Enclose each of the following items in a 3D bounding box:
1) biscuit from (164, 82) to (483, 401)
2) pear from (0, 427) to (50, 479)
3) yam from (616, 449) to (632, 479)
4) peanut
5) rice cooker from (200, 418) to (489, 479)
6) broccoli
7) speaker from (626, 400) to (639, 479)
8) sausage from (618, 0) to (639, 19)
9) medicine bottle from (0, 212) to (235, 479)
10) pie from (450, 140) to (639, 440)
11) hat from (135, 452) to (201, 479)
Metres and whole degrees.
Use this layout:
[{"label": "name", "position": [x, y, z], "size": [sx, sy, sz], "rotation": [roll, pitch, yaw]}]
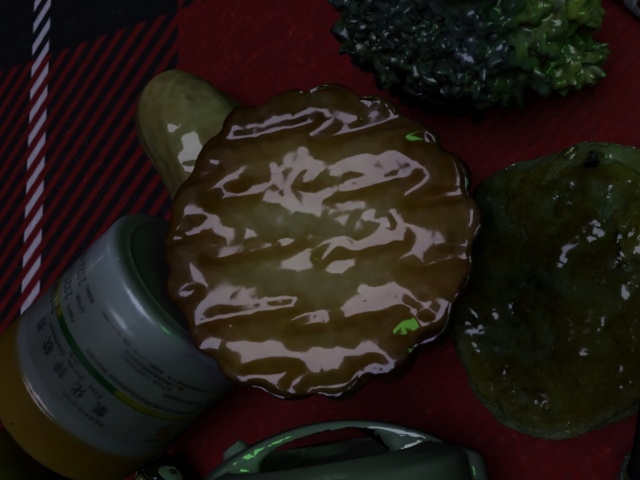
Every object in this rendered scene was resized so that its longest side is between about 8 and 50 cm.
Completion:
[{"label": "biscuit", "position": [0.000, 0.000, 0.648], "size": [0.325, 0.107, 0.326], "rotation": [-4, 72, 13]}, {"label": "pear", "position": [-0.467, 0.446, 0.768], "size": [0.362, 0.362, 0.418], "rotation": [-35, 38, 18]}, {"label": "yam", "position": [0.287, 0.282, 0.562], "size": [0.078, 0.078, 0.179], "rotation": [18, 94, 28]}, {"label": "peanut", "position": [-0.130, -0.092, 0.802], "size": [0.147, 0.147, 0.319], "rotation": [-37, 70, 18]}, {"label": "rice cooker", "position": [0.024, 0.309, 0.583], "size": [0.288, 0.288, 0.277], "rotation": [-13, 76, 25]}, {"label": "broccoli", "position": [0.146, -0.307, 0.636], "size": [0.293, 0.280, 0.348], "rotation": [26, 131, 48]}, {"label": "speaker", "position": [0.363, 0.087, 0.412], "size": [0.184, 0.388, 0.180], "rotation": [8, 86, 45]}, {"label": "sausage", "position": [0.353, -0.211, 0.630], "size": [0.034, 0.034, 0.253], "rotation": [-42, 65, 15]}, {"label": "medicine bottle", "position": [-0.224, 0.124, 0.756], "size": [0.232, 0.238, 0.238], "rotation": [-42, 66, 15]}, {"label": "pie", "position": [0.217, 0.041, 0.577], "size": [0.277, 0.078, 0.277], "rotation": [-18, 68, 53]}, {"label": "hat", "position": [-0.194, 0.312, 0.811], "size": [0.077, 0.059, 0.076], "rotation": [15, 119, 27]}]
